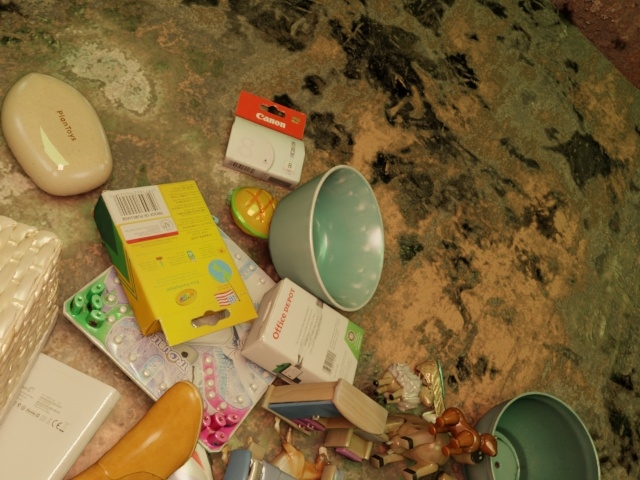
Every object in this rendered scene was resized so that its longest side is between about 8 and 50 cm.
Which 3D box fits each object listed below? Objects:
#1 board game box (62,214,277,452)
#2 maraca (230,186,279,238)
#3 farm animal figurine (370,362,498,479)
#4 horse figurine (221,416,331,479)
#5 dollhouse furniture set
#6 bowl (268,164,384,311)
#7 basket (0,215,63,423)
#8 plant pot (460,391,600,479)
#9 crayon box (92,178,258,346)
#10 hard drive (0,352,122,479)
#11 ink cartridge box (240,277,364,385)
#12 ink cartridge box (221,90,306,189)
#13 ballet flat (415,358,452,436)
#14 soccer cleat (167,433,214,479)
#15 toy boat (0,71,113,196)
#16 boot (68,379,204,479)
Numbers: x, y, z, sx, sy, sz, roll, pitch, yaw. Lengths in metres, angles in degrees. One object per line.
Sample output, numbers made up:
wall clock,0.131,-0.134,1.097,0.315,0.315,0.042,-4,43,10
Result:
board game box,-0.229,0.146,1.189,0.390,0.050,0.390,45,44,-3
maraca,-0.129,-0.055,1.349,0.185,0.099,0.127,27,46,-38
farm animal figurine,0.242,0.451,1.213,0.172,0.326,0.331,-7,111,-35
horse figurine,-0.094,0.442,1.159,0.263,0.066,0.175,-25,100,-46
dollhouse furniture set,0.001,0.444,1.064,0.286,0.198,0.304,41,51,-30
bowl,0.000,0.000,1.305,0.311,0.163,0.312,11,76,-56
basket,-0.614,0.126,0.902,0.328,0.266,0.332,22,47,-12
plant pot,0.440,0.502,1.326,0.292,0.196,0.293,9,66,-21
crayon box,-0.277,0.046,1.129,0.202,0.081,0.319,-13,68,-42
hard drive,-0.503,0.347,0.978,0.202,0.040,0.308,17,56,23
ink cartridge box,-0.031,0.204,1.196,0.219,0.092,0.160,36,46,-18
ink cartridge box,-0.127,-0.259,1.457,0.188,0.066,0.233,18,67,-18
ballet flat,0.262,0.382,1.379,0.067,0.073,0.207,-10,69,0
soccer cleat,-0.236,0.478,1.082,0.116,0.109,0.319,-17,75,-18
toy boat,-0.591,-0.194,1.175,0.318,0.148,0.268,-20,84,-38
boot,-0.322,0.367,0.955,0.104,0.295,0.211,35,12,26
